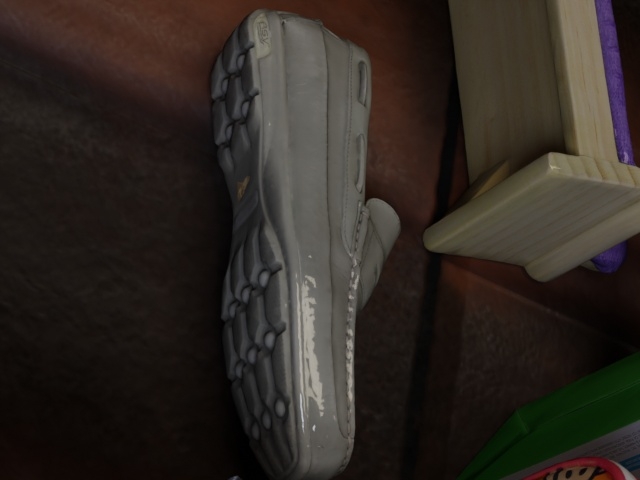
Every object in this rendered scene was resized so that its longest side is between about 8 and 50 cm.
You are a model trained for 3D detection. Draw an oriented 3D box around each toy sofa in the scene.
[{"bbox_3d":[0.167,-0.163,1.361,0.177,0.150,0.362,10,63,-31],"label":"toy sofa"}]

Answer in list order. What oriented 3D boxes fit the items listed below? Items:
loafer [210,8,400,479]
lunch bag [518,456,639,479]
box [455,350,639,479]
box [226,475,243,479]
[{"bbox_3d":[0.000,0.000,1.190,0.111,0.112,0.319,8,64,-23],"label":"loafer"},{"bbox_3d":[0.094,0.266,0.964,0.120,0.293,0.258,24,57,-25],"label":"lunch bag"},{"bbox_3d":[0.240,0.187,1.175,0.231,0.262,0.127,51,49,-4],"label":"box"},{"bbox_3d":[-0.077,0.244,0.930,0.163,0.247,0.142,41,50,-12],"label":"box"}]
